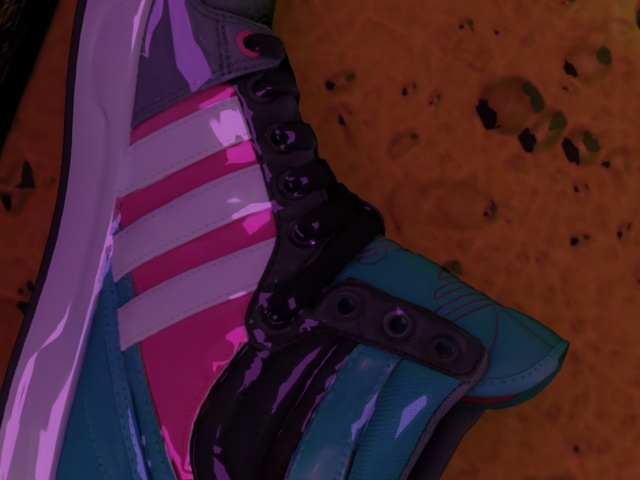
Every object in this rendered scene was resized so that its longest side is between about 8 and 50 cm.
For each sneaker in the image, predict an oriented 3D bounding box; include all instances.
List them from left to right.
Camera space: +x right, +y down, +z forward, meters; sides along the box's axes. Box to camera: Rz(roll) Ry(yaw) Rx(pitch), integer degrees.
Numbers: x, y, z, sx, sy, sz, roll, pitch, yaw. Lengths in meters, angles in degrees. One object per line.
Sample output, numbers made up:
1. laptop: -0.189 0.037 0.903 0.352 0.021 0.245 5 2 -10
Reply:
1. sneaker: 0.000 0.000 0.544 0.179 0.124 0.295 11 88 11

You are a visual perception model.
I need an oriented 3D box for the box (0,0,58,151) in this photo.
1. box: -0.159 -0.144 0.447 0.097 0.395 0.318 16 80 8
